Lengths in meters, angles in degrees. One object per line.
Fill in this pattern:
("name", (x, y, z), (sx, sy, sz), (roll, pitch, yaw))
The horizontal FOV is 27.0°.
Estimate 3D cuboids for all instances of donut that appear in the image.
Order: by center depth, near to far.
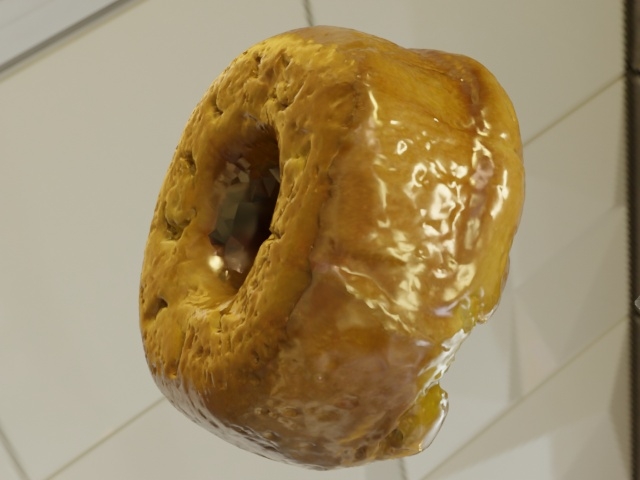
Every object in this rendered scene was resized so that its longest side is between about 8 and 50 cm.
("donut", (-0.001, 0.001, 0.660), (0.114, 0.226, 0.226), (19, -4, -30))

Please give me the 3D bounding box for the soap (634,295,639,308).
("soap", (0.247, 0.128, 0.638), (0.293, 0.156, 0.077), (-89, -162, -47))
